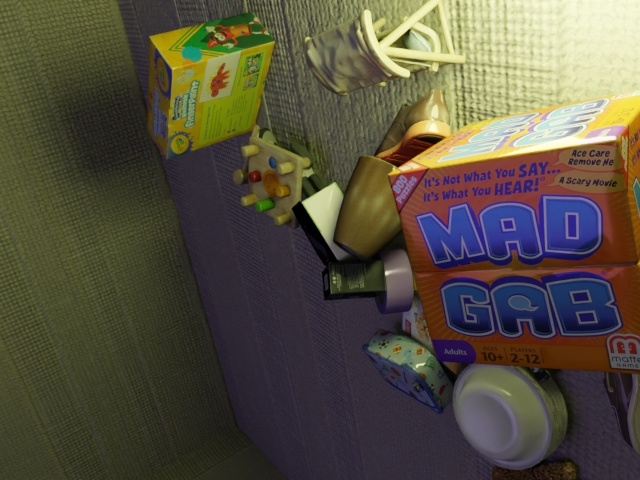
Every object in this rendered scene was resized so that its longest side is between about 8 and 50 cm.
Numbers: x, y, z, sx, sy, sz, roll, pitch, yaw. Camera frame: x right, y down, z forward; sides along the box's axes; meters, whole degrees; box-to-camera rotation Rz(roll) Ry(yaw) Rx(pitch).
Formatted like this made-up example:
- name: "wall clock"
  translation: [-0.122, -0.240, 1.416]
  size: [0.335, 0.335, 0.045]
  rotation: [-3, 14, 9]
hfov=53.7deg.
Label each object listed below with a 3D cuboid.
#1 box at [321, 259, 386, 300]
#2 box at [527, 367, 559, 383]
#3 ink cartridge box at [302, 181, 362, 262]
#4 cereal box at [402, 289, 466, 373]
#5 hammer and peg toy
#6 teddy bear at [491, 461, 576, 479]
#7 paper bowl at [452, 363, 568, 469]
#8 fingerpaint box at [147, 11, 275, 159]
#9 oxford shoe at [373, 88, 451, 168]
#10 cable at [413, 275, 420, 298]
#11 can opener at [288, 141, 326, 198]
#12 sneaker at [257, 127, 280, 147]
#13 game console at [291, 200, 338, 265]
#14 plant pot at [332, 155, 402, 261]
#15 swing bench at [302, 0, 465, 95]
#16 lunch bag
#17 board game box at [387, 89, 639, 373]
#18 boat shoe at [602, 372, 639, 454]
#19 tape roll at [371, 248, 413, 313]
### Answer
- name: "box"
  translation: [0.093, 0.116, 1.819]
  size: [0.156, 0.158, 0.093]
  rotation: [119, 147, -77]
- name: "box"
  translation: [0.535, 0.290, 1.529]
  size: [0.083, 0.062, 0.052]
  rotation: [54, 152, 21]
- name: "ink cartridge box"
  translation: [0.073, -0.023, 1.935]
  size: [0.207, 0.119, 0.353]
  rotation: [58, -178, 14]
- name: "cereal box"
  translation: [0.337, 0.258, 1.865]
  size: [0.240, 0.047, 0.173]
  rotation: [37, 141, 43]
- name: "hammer and peg toy"
  translation: [-0.193, -0.219, 2.129]
  size: [0.361, 0.127, 0.266]
  rotation: [30, 128, 37]
- name: "teddy bear"
  translation: [0.622, 0.673, 1.666]
  size: [0.338, 0.113, 0.245]
  rotation: [-1, 119, 52]
- name: "paper bowl"
  translation: [0.463, 0.438, 1.607]
  size: [0.284, 0.148, 0.284]
  rotation: [11, 106, 47]
- name: "fingerpaint box"
  translation: [-0.386, -0.520, 2.152]
  size: [0.163, 0.371, 0.445]
  rotation: [55, 152, 19]
- name: "oxford shoe"
  translation: [0.230, -0.264, 1.595]
  size: [0.364, 0.130, 0.132]
  rotation: [154, 124, -69]
- name: "cable"
  translation: [0.287, 0.046, 1.752]
  size: [0.139, 0.072, 0.287]
  rotation: [12, 123, 62]
- name: "can opener"
  translation: [-0.031, -0.202, 2.104]
  size: [0.283, 0.076, 0.095]
  rotation: [56, 155, 16]
- name: "sneaker"
  translation: [-0.142, -0.277, 2.242]
  size: [0.108, 0.100, 0.271]
  rotation: [-25, 87, 38]
- name: "game console"
  translation: [0.000, 0.000, 2.071]
  size: [0.213, 0.044, 0.361]
  rotation: [60, -177, 13]
- name: "plant pot"
  translation: [0.137, -0.067, 1.664]
  size: [0.215, 0.230, 0.215]
  rotation: [30, 173, 4]
- name: "swing bench"
  translation: [0.137, -0.431, 1.432]
  size: [0.253, 0.255, 0.165]
  rotation: [6, 117, 59]
- name: "lunch bag"
  translation: [0.282, 0.412, 1.977]
  size: [0.303, 0.115, 0.243]
  rotation: [22, 150, 55]
- name: "board game box"
  translation: [0.392, -0.022, 1.096]
  size: [0.356, 0.356, 0.356]
  rotation: [-5, 109, 38]
- name: "boat shoe"
  translation: [0.635, 0.280, 1.297]
  size: [0.097, 0.117, 0.324]
  rotation: [16, 122, 61]
- name: "tape roll"
  translation: [0.209, 0.120, 1.863]
  size: [0.189, 0.080, 0.189]
  rotation: [175, 90, -81]
